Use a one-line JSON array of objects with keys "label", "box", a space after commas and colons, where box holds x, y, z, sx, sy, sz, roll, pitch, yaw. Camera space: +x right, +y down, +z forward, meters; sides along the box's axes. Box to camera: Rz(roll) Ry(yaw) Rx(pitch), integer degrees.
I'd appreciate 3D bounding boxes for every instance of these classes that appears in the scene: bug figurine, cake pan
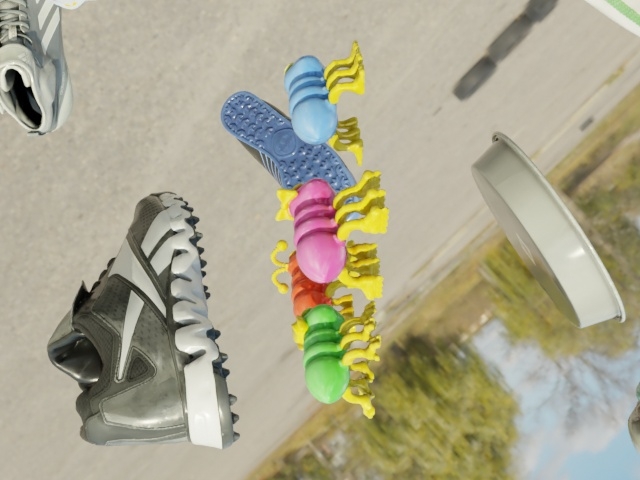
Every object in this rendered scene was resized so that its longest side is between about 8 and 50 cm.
[{"label": "bug figurine", "box": [0.000, 0.000, 0.730, 0.072, 0.216, 0.279, -4, 129, -5]}, {"label": "cake pan", "box": [0.286, -0.006, 1.230, 0.054, 0.293, 0.293, -33, 172, 4]}]

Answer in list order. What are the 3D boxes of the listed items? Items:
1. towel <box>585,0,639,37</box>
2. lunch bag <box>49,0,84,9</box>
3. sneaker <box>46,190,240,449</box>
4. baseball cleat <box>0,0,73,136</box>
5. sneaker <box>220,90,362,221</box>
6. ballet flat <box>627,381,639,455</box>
[{"label": "towel", "box": [0.309, -0.364, 0.830, 0.038, 0.248, 0.324, -3, 131, -51]}, {"label": "lunch bag", "box": [-0.196, -0.228, 0.786, 0.071, 0.053, 0.083, -24, 180, 40]}, {"label": "sneaker", "box": [-0.121, 0.043, 0.607, 0.106, 0.234, 0.078, -8, 127, -10]}, {"label": "baseball cleat", "box": [-0.278, -0.200, 0.889, 0.072, 0.205, 0.109, -13, -165, 5]}, {"label": "sneaker", "box": [-0.023, -0.096, 1.158, 0.081, 0.232, 0.090, -47, 155, 8]}, {"label": "ballet flat", "box": [0.193, 0.026, 0.270, 0.213, 0.068, 0.072, -36, 173, 29]}]
